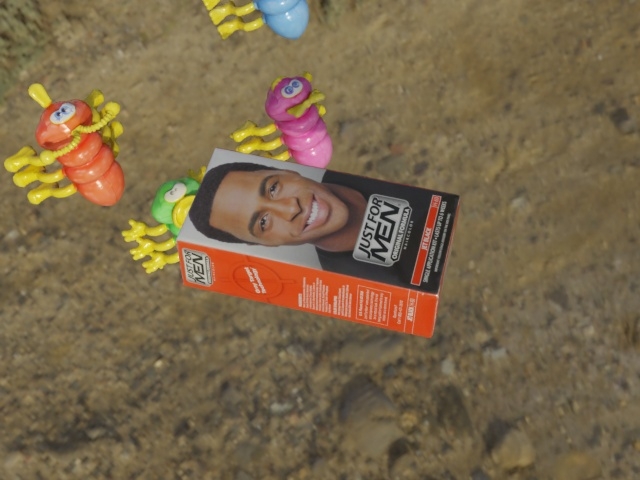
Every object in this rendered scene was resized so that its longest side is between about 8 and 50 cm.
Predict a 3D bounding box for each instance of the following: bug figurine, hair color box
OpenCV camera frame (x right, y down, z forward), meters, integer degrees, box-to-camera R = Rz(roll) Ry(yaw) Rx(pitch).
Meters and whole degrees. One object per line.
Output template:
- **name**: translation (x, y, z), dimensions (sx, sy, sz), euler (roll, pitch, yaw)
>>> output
- **bug figurine**: translation (-0.082, -0.093, 0.815), dimensions (0.279, 0.216, 0.072), euler (-45, 44, -15)
- **hair color box**: translation (0.000, 0.000, 0.597), dimensions (0.141, 0.043, 0.072), euler (11, 53, 8)
